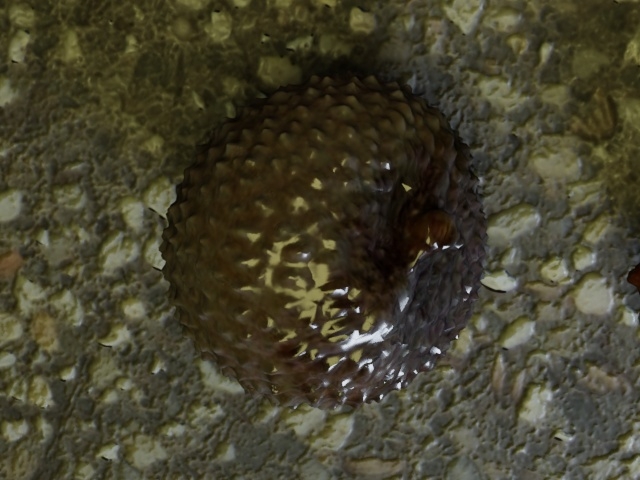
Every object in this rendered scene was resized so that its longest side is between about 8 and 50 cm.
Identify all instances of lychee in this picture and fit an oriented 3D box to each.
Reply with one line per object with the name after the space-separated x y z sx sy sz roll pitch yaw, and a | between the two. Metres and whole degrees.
0.006 0.000 1.361 0.300 0.300 0.300 2 111 6 | lychee

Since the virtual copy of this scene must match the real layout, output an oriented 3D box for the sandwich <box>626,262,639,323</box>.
0.411 0.013 1.365 0.301 0.162 0.250 -27 61 29 | sandwich
